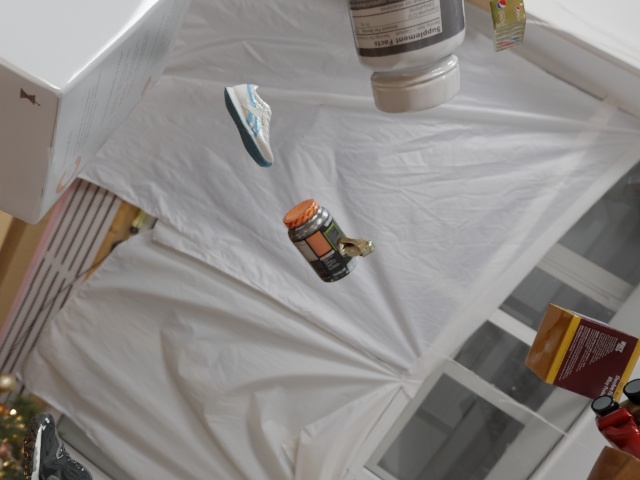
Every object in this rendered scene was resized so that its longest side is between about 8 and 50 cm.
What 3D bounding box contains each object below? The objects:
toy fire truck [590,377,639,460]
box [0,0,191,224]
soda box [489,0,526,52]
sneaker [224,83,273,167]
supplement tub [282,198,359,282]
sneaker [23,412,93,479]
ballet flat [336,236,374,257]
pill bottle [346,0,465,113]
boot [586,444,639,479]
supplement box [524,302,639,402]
[{"bbox_3d":[0.722,0.412,0.869,0.217,0.158,0.246,-40,175,22],"label":"toy fire truck"},{"bbox_3d":[-0.299,-0.229,0.487,0.215,0.168,0.345,-41,-153,43],"label":"box"},{"bbox_3d":[0.396,-0.458,0.899,0.181,0.061,0.058,-23,102,-66],"label":"soda box"},{"bbox_3d":[-0.163,-0.296,1.078,0.092,0.228,0.087,-22,176,-21],"label":"sneaker"},{"bbox_3d":[0.000,0.000,1.818,0.207,0.338,0.207,-30,-157,14],"label":"supplement tub"},{"bbox_3d":[-0.568,0.501,0.924,0.124,0.107,0.283,-1,98,-41],"label":"sneaker"},{"bbox_3d":[0.105,0.027,1.511,0.067,0.073,0.206,-40,-162,-26],"label":"ballet flat"},{"bbox_3d":[0.150,-0.434,0.764,0.204,0.204,0.360,-51,136,-38],"label":"pill bottle"},{"bbox_3d":[0.554,0.541,0.767,0.280,0.096,0.264,-45,179,-6],"label":"boot"},{"bbox_3d":[0.698,0.302,1.133,0.129,0.194,0.191,-61,170,-84],"label":"supplement box"}]
